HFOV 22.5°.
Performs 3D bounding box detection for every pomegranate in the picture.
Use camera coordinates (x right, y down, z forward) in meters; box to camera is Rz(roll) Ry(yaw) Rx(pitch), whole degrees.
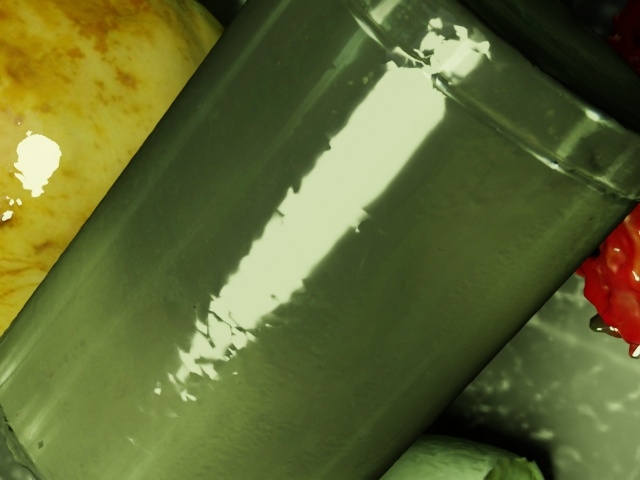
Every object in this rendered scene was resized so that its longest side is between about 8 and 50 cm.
[{"bbox_3d":[-0.154,-0.051,0.946,0.248,0.248,0.248,5,101,28],"label":"pomegranate"}]

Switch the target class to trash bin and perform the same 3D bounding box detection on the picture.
[{"bbox_3d":[0.000,0.000,0.778,0.301,0.203,0.252,-51,50,20],"label":"trash bin"}]

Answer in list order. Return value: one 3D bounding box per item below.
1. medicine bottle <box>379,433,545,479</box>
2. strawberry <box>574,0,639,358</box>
[{"bbox_3d":[0.043,0.182,0.918,0.143,0.147,0.147,2,99,29],"label":"medicine bottle"},{"bbox_3d":[0.193,-0.051,0.819,0.190,0.111,0.237,5,100,30],"label":"strawberry"}]
